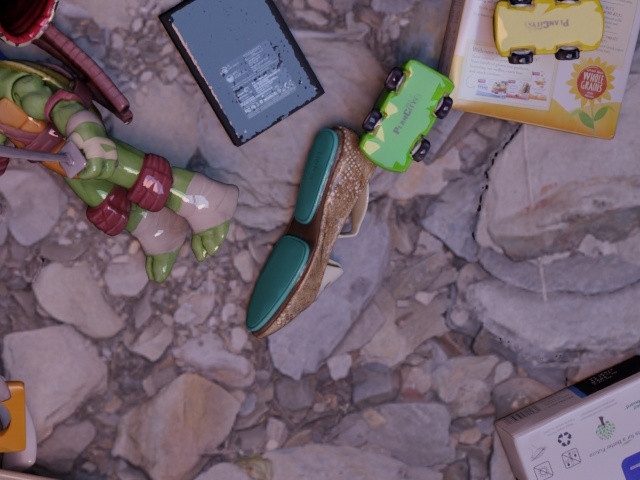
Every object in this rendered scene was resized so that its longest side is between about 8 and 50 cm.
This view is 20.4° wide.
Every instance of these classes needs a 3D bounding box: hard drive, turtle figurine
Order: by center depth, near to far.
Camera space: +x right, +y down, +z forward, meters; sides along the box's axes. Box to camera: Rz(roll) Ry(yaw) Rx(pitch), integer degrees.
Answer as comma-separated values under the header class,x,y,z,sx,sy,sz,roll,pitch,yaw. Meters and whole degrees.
class,x,y,z,sx,sy,sz,roll,pitch,yaw
turtle figurine,-0.220,-0.033,1.461,0.266,0.274,0.198,30,118,-24
hard drive,-0.069,-0.164,1.570,0.094,0.022,0.135,-32,106,-7

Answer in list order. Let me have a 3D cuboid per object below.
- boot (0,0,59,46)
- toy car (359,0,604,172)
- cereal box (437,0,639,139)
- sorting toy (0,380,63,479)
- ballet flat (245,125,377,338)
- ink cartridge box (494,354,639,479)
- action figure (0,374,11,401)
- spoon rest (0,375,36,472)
class,x,y,z,sx,sy,sz,roll,pitch,yaw
boot,-0.251,-0.277,1.411,0.085,0.178,0.236,7,105,-38
toy car,0.102,-0.166,1.555,0.239,0.053,0.225,29,95,-11
cereal box,0.209,-0.224,1.617,0.173,0.047,0.240,11,97,-14
sorting toy,-0.288,0.268,1.524,0.196,0.047,0.347,10,110,-13
ballet flat,0.000,0.000,1.596,0.067,0.073,0.206,19,98,-31
ink cartridge box,0.302,0.293,1.729,0.165,0.065,0.332,-23,104,-10
action figure,-0.383,0.160,1.328,0.330,0.178,0.341,-23,121,-30
spoon rest,-0.370,0.123,1.505,0.276,0.137,0.084,23,59,-27
